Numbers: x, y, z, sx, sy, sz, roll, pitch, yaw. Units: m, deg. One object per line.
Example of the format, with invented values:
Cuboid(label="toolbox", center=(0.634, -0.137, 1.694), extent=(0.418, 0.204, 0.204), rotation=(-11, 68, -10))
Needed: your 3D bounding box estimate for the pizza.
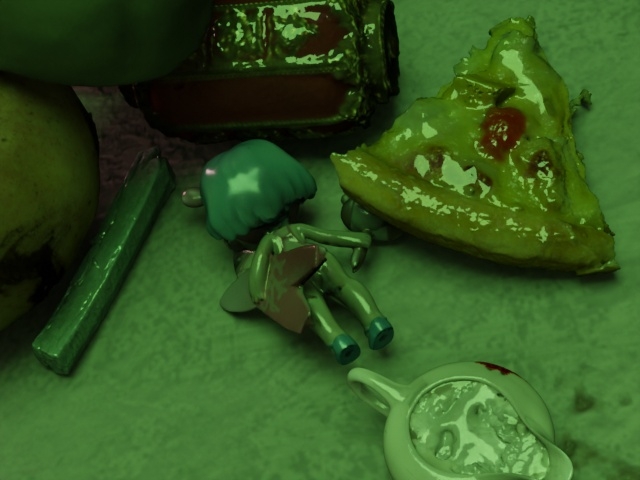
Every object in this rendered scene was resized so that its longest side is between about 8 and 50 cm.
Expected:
Cuboid(label="pizza", center=(0.159, -0.112, 1.671), extent=(0.280, 0.075, 0.287), rotation=(11, 59, 1))

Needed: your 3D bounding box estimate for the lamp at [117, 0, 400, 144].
Cuboid(label="lamp", center=(-0.061, -0.180, 1.730), extent=(0.274, 0.177, 0.177), rotation=(0, 58, 10))

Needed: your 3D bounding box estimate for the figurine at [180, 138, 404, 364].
Cuboid(label="figurine", center=(-0.007, -0.004, 1.647), extent=(0.205, 0.103, 0.260), rotation=(-32, 56, -9))

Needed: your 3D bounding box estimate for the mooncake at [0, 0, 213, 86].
Cuboid(label="mooncake", center=(-0.221, -0.255, 1.586), extent=(0.275, 0.135, 0.275), rotation=(5, 43, -5))

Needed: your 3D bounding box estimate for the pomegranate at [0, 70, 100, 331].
Cuboid(label="pomegranate", center=(-0.359, -0.054, 1.652), extent=(0.322, 0.322, 0.322), rotation=(-5, 58, 8))

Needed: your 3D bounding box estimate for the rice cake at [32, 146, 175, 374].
Cuboid(label="rice cake", center=(-0.205, 0.018, 1.708), extent=(0.042, 0.045, 0.245), rotation=(14, 62, 22))

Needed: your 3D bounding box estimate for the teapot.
Cuboid(label="teapot", center=(0.119, 0.170, 1.520), extent=(0.226, 0.092, 0.145), rotation=(23, 63, 25))
